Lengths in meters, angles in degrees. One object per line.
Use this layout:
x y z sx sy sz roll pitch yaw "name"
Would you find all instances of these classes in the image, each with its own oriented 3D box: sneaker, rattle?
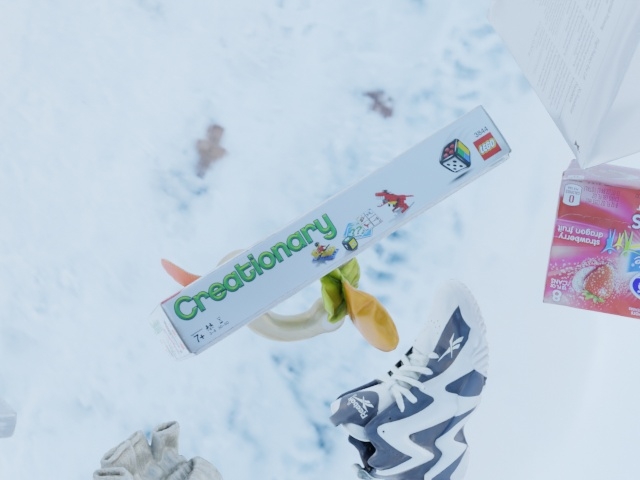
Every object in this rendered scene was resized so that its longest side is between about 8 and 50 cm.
0.086 0.157 1.525 0.153 0.094 0.235 -1 114 -23 "sneaker"
-0.046 0.070 1.396 0.200 0.142 0.130 6 135 -27 "rattle"

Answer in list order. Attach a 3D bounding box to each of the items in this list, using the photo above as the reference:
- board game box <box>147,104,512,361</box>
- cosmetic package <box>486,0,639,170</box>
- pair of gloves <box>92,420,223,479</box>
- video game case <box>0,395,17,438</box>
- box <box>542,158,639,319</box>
0.000 0.000 1.203 0.305 0.193 0.053 -32 90 -12 "board game box"
0.135 -0.140 0.574 0.060 0.099 0.239 -16 151 -16 "cosmetic package"
-0.123 0.236 0.857 0.240 0.042 0.204 -29 110 -48 "pair of gloves"
-0.313 0.088 0.931 0.173 0.190 0.022 1 107 -35 "video game case"
0.353 0.009 1.385 0.257 0.122 0.128 9 104 12 "box"
